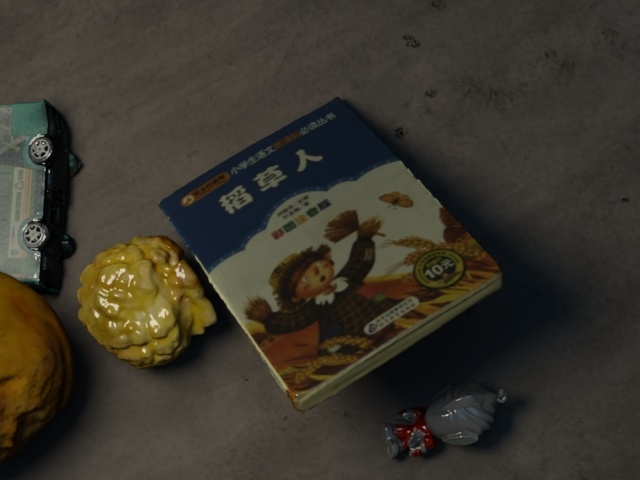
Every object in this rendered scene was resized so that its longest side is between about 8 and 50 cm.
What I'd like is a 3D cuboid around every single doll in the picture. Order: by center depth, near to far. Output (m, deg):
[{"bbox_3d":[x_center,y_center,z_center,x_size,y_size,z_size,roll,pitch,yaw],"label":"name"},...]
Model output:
[{"bbox_3d":[0.165,0.236,1.654,0.180,0.079,0.094,-23,54,7],"label":"doll"}]

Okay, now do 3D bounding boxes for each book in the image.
[{"bbox_3d":[0.000,0.000,1.610,0.300,0.039,0.428,-32,47,-8],"label":"book"}]

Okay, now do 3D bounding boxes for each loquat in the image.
[{"bbox_3d":[-0.460,0.152,1.574,0.276,0.276,0.284,-41,78,-9],"label":"loquat"}]

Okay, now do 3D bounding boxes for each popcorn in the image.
[{"bbox_3d":[-0.230,0.081,1.641,0.170,0.180,0.180,-9,74,-43],"label":"popcorn"}]

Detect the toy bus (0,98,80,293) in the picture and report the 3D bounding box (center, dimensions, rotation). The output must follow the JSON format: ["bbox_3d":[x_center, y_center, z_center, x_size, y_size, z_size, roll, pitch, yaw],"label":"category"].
[{"bbox_3d":[-0.397,-0.059,1.707,0.109,0.091,0.262,-1,76,10],"label":"toy bus"}]

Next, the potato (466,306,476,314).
[{"bbox_3d":[0.066,0.066,1.651,0.300,0.140,0.173,-12,35,-3],"label":"potato"}]
